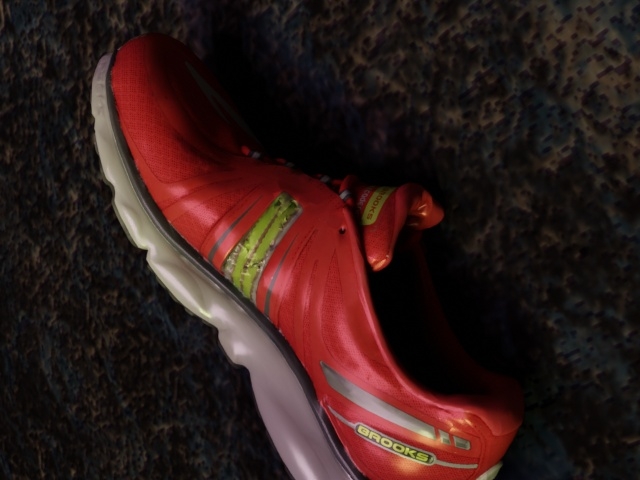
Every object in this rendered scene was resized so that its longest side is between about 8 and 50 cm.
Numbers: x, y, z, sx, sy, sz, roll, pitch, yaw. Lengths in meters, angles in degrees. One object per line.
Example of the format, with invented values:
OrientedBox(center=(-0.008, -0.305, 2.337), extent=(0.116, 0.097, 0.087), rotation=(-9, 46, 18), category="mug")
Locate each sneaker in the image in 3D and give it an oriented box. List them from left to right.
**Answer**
OrientedBox(center=(0.000, 0.000, 0.778), extent=(0.118, 0.107, 0.279), rotation=(-44, 75, 29), category="sneaker")
